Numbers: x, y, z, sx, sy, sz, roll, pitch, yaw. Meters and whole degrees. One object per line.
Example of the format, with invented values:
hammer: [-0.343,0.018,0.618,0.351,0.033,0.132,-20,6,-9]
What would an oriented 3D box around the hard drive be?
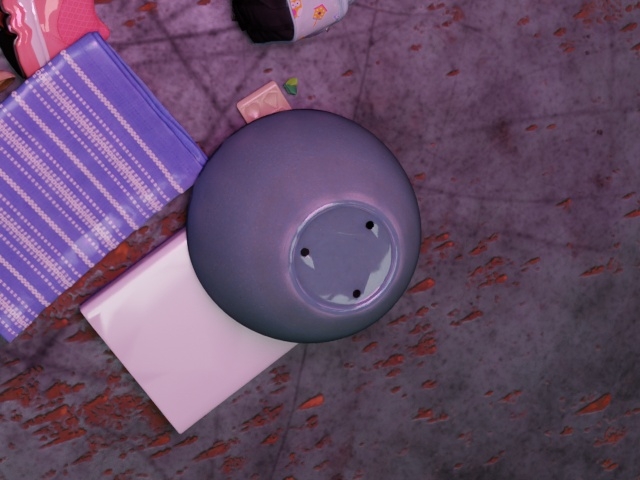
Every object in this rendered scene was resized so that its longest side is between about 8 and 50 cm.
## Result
hard drive: [-0.113,0.068,1.599,0.318,0.040,0.210,-37,109,-5]

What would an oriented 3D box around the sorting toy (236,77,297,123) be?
sorting toy: [-0.056,-0.167,1.578,0.083,0.012,0.062,-33,104,-3]

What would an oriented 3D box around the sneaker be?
sneaker: [-0.321,-0.348,1.427,0.136,0.116,0.314,-18,114,-22]

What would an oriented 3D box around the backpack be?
backpack: [-0.035,-0.313,1.458,0.144,0.188,0.166,-21,106,-10]

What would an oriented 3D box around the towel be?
towel: [-0.317,-0.058,1.480,0.336,0.040,0.243,-41,127,-4]

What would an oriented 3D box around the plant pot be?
plant pot: [0.000,0.000,1.491,0.290,0.195,0.290,-3,103,-15]

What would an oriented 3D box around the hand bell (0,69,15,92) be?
hand bell: [-0.463,-0.251,1.414,0.126,0.126,0.242,-34,96,-6]
